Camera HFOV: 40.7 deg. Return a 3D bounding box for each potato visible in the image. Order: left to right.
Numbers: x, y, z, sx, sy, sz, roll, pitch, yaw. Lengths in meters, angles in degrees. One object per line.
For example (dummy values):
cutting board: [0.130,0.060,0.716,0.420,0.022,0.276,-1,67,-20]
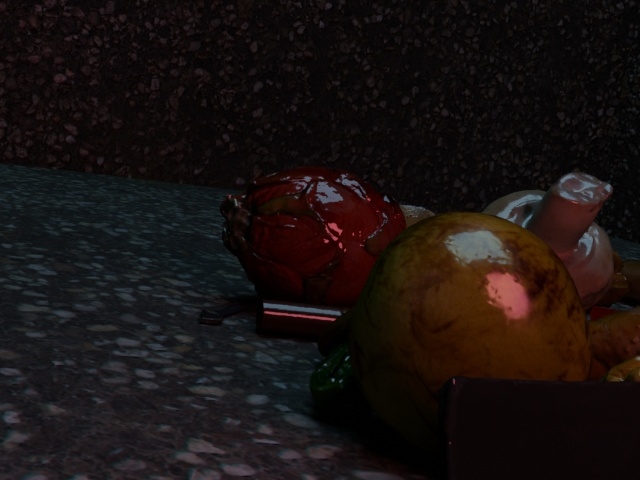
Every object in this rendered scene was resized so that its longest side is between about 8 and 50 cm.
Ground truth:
potato: [0.211,0.009,2.201,0.202,0.182,0.117,4,51,7]

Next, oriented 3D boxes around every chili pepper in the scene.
chili pepper: [0.050,0.170,1.107,0.100,0.074,0.257,3,11,21]

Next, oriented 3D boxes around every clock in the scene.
clock: [0.633,0.178,1.730,0.155,0.061,0.113,8,8,-30]

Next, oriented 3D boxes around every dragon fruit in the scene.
dragon fruit: [0.000,0.000,1.516,0.343,0.277,0.277,6,9,-35]

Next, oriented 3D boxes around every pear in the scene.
pear: [0.168,0.108,0.959,0.284,0.283,0.283,9,8,-1]

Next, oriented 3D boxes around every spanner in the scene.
spanner: [-0.148,0.116,1.431,0.046,0.012,0.208,13,8,20]

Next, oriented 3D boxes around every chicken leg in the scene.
chicken leg: [0.491,0.182,1.340,0.410,0.181,0.295,-4,-6,21]

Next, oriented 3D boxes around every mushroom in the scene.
mushroom: [0.455,-0.007,1.737,0.315,0.336,0.314,6,50,-7]

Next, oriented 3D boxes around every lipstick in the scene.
lipstick: [0.075,0.139,1.378,0.357,0.057,0.057,8,9,-14]

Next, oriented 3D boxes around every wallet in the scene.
wallet: [0.233,0.205,0.823,0.286,0.146,0.030,6,-9,-25]

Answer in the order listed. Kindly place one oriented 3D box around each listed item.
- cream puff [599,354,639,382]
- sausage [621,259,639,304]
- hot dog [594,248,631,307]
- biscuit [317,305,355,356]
cream puff: [0.409,0.216,1.065,0.146,0.146,0.116,11,47,14]
sausage: [0.907,0.136,2.103,0.136,0.123,0.501,-30,28,-27]
hot dog: [0.557,0.087,1.993,0.349,0.117,0.158,1,55,-25]
biscuit: [0.112,0.099,1.224,0.262,0.037,0.262,-21,-16,-7]
